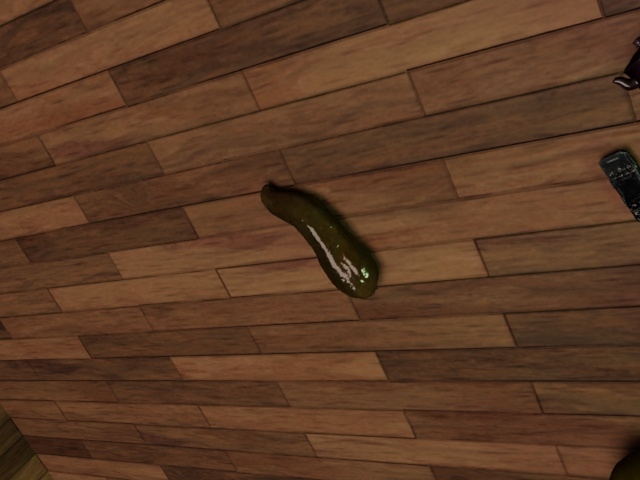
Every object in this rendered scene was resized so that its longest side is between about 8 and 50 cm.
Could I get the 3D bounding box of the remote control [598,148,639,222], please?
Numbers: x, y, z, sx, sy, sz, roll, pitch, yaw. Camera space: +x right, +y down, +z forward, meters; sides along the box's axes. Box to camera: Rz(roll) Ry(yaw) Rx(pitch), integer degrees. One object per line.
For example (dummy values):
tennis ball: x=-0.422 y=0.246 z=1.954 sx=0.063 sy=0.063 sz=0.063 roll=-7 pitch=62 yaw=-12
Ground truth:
remote control: x=0.364 y=-0.064 z=0.983 sx=0.039 sy=0.014 sz=0.096 roll=-25 pitch=108 yaw=44

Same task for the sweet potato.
sweet potato: x=0.002 y=-0.004 z=1.248 sx=0.233 sy=0.062 sz=0.081 roll=46 pitch=137 yaw=0

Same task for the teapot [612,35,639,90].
teapot: x=0.342 y=-0.193 z=0.863 sx=0.045 sy=0.068 sz=0.100 roll=43 pitch=101 yaw=2

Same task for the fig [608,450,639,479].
fig: x=0.483 y=0.336 z=1.164 sx=0.126 sy=0.184 sz=0.133 roll=46 pitch=162 yaw=58
